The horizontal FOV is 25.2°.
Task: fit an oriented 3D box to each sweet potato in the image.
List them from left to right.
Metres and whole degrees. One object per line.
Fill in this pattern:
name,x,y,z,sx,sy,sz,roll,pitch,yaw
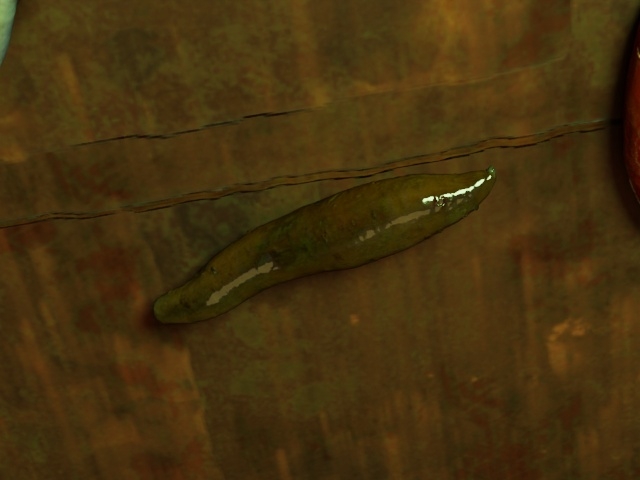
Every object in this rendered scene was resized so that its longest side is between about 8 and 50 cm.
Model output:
sweet potato,0.000,0.000,1.005,0.264,0.057,0.057,-20,129,16

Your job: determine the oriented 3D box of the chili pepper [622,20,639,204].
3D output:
chili pepper,0.236,-0.101,0.941,0.071,0.063,0.272,6,133,6

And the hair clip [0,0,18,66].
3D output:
hair clip,-0.157,-0.221,0.773,0.084,0.106,0.292,12,125,-23
